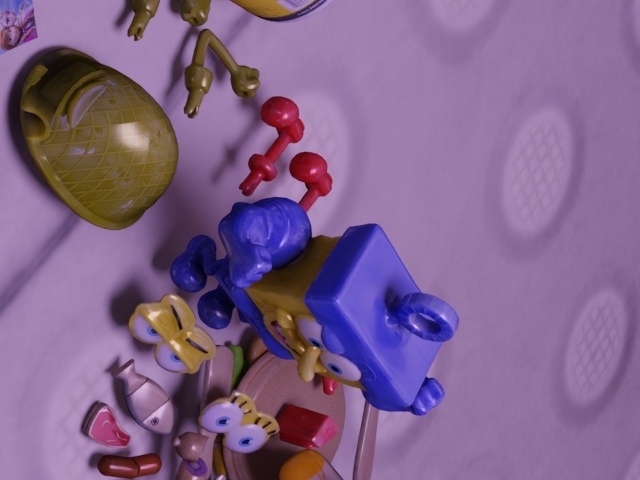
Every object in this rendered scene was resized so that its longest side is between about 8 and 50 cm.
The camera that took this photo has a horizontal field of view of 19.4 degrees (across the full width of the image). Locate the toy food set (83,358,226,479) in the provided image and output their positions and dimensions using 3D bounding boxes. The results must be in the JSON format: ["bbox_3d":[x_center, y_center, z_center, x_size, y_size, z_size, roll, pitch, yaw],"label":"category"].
[{"bbox_3d":[-0.114,0.146,1.255,0.078,0.019,0.122,-46,119,-11],"label":"toy food set"}]

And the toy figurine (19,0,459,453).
[{"bbox_3d":[0.000,0.000,1.181,0.191,0.217,0.362,-52,131,-25],"label":"toy figurine"}]

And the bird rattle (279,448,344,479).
[{"bbox_3d":[0.055,0.234,1.312,0.143,0.207,0.253,-39,158,6],"label":"bird rattle"}]

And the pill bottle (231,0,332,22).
[{"bbox_3d":[-0.060,-0.210,1.152,0.184,0.103,0.103,26,82,-54],"label":"pill bottle"}]

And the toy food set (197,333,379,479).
[{"bbox_3d":[-0.030,0.128,1.367,0.192,0.038,0.132,3,97,-47],"label":"toy food set"}]

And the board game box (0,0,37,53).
[{"bbox_3d":[-0.203,-0.143,1.056,0.090,0.020,0.090,-33,128,-41],"label":"board game box"}]
